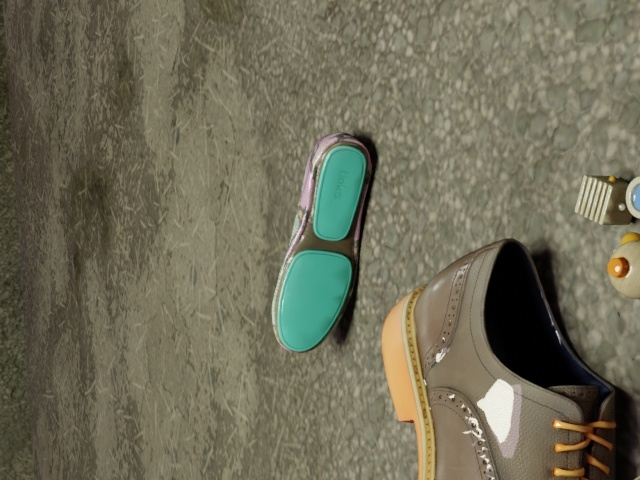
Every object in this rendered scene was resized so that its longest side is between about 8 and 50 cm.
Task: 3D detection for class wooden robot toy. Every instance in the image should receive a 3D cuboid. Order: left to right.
[{"bbox_3d":[0.205,0.004,0.617,0.173,0.079,0.076,57,137,44],"label":"wooden robot toy"}]

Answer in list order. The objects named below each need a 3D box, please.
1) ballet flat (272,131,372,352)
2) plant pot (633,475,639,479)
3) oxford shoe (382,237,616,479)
[{"bbox_3d":[0.000,0.000,1.008,0.079,0.077,0.221,-129,50,-74],"label":"ballet flat"},{"bbox_3d":[0.192,0.246,0.457,0.230,0.215,0.215,94,157,-46],"label":"plant pot"},{"bbox_3d":[0.142,0.165,0.684,0.133,0.130,0.363,-48,49,42],"label":"oxford shoe"}]
